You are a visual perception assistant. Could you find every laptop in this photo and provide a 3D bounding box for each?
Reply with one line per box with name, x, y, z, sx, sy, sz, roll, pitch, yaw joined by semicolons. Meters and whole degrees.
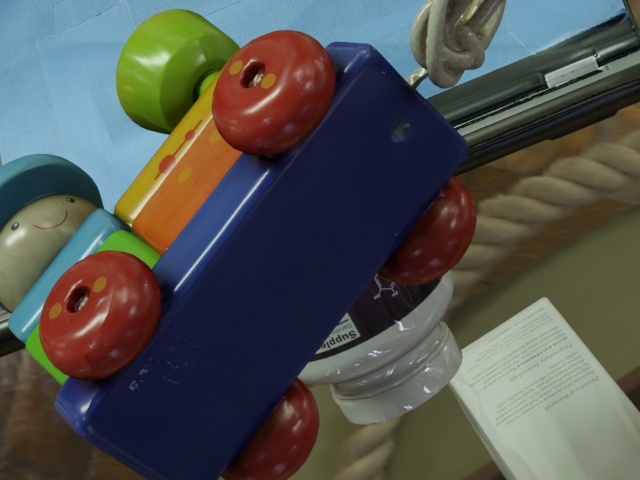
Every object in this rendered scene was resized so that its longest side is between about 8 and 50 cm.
laptop;-0.045;-0.120;0.923;0.382;0.408;0.236;-22;93;11

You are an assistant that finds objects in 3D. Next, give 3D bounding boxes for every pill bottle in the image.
pill bottle;0.000;0.000;1.584;0.181;0.181;0.323;-23;109;22

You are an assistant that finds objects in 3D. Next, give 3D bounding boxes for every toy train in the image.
toy train;-0.016;-0.047;0.610;0.248;0.105;0.143;-53;42;-4

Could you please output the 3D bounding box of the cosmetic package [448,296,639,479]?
cosmetic package;0.288;0.255;1.885;0.155;0.197;0.365;-33;40;-2
